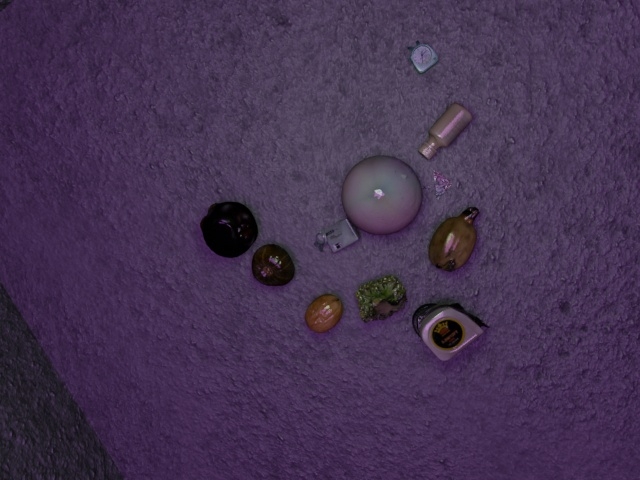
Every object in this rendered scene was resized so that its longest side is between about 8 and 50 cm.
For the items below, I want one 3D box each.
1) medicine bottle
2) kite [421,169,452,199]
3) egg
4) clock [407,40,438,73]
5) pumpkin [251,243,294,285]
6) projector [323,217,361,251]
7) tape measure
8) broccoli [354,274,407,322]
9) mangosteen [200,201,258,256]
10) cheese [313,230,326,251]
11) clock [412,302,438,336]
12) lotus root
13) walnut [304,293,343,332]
[{"bbox_3d":[0.532,-0.465,1.781,0.114,0.114,0.252,41,102,2],"label":"medicine bottle"},{"bbox_3d":[0.523,-0.252,1.867,0.157,0.011,0.138,-10,93,9],"label":"kite"},{"bbox_3d":[0.257,-0.189,1.752,0.356,0.340,0.353,1,97,11],"label":"egg"},{"bbox_3d":[0.439,-0.804,1.786,0.101,0.041,0.134,-34,90,12],"label":"clock"},{"bbox_3d":[-0.229,0.114,1.973,0.219,0.162,0.218,13,123,20],"label":"pumpkin"},{"bbox_3d":[0.100,-0.028,1.923,0.147,0.061,0.115,-29,91,29],"label":"projector"},{"bbox_3d":[0.575,0.375,1.848,0.271,0.133,0.231,-39,97,9],"label":"tape measure"},{"bbox_3d":[0.260,0.248,1.878,0.243,0.273,0.180,-34,58,11],"label":"broccoli"},{"bbox_3d":[-0.448,-0.051,1.938,0.288,0.233,0.287,4,121,6],"label":"mangosteen"},{"bbox_3d":[0.000,0.000,1.943,0.067,0.026,0.120,46,143,19],"label":"cheese"},{"bbox_3d":[0.526,0.389,1.940,0.185,0.040,0.184,1,98,9],"label":"clock"},{"bbox_3d":[0.596,-0.013,1.809,0.183,0.183,0.309,25,99,5],"label":"lotus root"},{"bbox_3d":[0.016,0.349,1.962,0.159,0.159,0.206,42,101,2],"label":"walnut"}]
